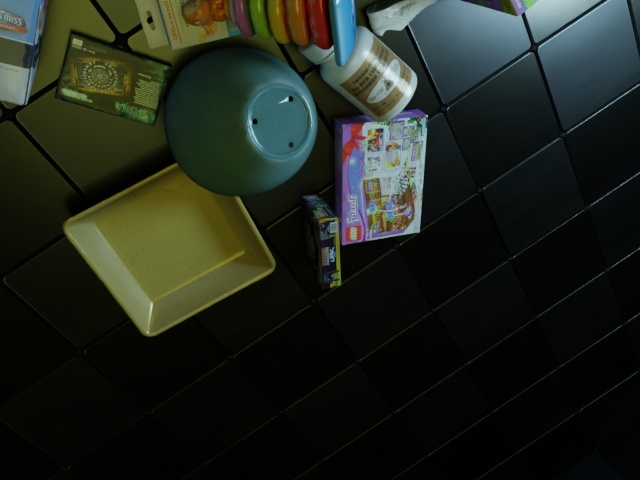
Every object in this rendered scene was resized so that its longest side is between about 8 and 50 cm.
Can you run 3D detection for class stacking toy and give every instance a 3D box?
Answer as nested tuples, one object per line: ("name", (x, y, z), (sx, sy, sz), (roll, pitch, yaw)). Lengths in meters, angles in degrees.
("stacking toy", (-0.094, -0.406, 1.081), (0.302, 0.175, 0.165), (0, 149, 8))

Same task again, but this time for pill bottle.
("pill bottle", (0.073, -0.351, 1.257), (0.229, 0.131, 0.131), (32, 103, -30))

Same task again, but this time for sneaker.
("sneaker", (0.169, -0.468, 1.281), (0.152, 0.053, 0.061), (-20, 131, -2))

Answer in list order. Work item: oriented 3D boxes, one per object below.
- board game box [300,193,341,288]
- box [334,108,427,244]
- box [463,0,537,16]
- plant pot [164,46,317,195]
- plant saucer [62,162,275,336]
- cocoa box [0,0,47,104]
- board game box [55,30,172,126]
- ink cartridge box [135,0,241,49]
("board game box", (0.000, 0.000, 1.411), (0.048, 0.141, 0.170), (-12, 120, -15))
("box", (0.134, -0.143, 1.433), (0.201, 0.057, 0.293), (-9, 119, -16))
("box", (0.305, -0.555, 1.166), (0.117, 0.243, 0.213), (-39, 123, 3))
("plant pot", (-0.119, -0.218, 1.167), (0.290, 0.195, 0.290), (-6, 102, -30))
("plant saucer", (-0.310, 0.000, 1.338), (0.333, 0.081, 0.332), (-28, 122, -3))
("cocoa box", (-0.600, -0.378, 0.941), (0.347, 0.231, 0.228), (11, 112, -24))
("board game box", (-0.388, -0.300, 1.181), (0.186, 0.026, 0.126), (14, 112, -26))
("ink cartridge box", (-0.237, -0.416, 1.152), (0.181, 0.061, 0.104), (-17, 121, -10))
